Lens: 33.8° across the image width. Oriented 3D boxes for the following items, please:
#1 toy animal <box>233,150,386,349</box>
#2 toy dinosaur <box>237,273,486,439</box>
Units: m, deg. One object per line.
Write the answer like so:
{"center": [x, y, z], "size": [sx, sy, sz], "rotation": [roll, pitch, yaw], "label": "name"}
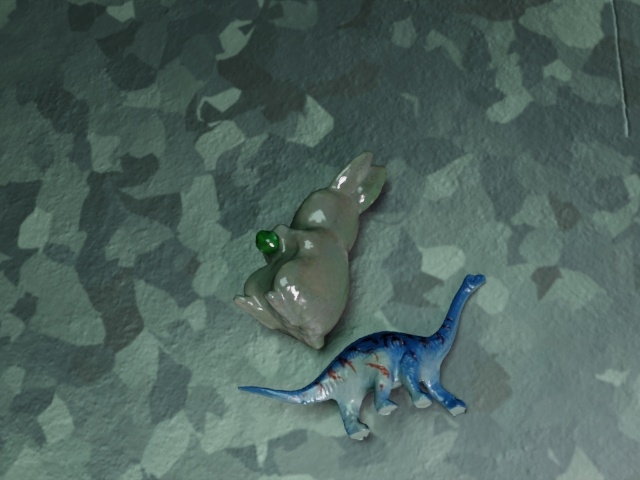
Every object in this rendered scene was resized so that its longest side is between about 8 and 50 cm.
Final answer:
{"center": [0.000, 0.002, 1.309], "size": [0.125, 0.127, 0.251], "rotation": [14, 59, 30], "label": "toy animal"}
{"center": [0.080, 0.158, 1.233], "size": [0.329, 0.076, 0.144], "rotation": [-26, 61, -7], "label": "toy dinosaur"}
